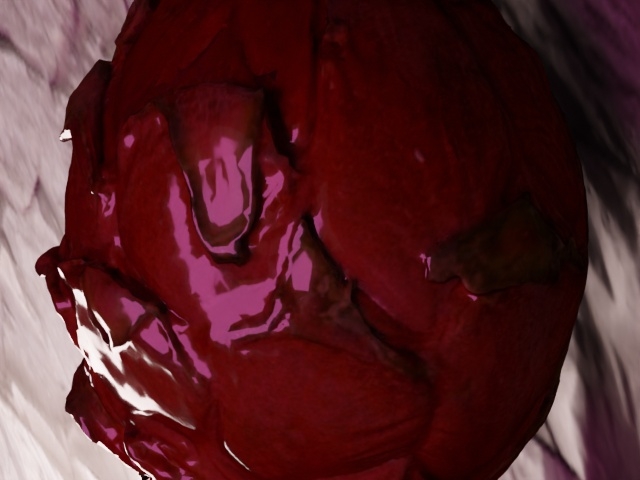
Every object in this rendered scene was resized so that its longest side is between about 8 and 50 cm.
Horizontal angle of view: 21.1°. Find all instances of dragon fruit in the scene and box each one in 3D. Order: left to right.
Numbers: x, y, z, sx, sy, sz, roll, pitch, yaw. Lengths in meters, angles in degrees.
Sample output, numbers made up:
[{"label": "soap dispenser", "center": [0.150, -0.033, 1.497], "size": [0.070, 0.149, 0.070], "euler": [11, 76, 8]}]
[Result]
[{"label": "dragon fruit", "center": [0.000, 0.000, 0.866], "size": [0.277, 0.277, 0.343], "euler": [36, 118, 37]}]
